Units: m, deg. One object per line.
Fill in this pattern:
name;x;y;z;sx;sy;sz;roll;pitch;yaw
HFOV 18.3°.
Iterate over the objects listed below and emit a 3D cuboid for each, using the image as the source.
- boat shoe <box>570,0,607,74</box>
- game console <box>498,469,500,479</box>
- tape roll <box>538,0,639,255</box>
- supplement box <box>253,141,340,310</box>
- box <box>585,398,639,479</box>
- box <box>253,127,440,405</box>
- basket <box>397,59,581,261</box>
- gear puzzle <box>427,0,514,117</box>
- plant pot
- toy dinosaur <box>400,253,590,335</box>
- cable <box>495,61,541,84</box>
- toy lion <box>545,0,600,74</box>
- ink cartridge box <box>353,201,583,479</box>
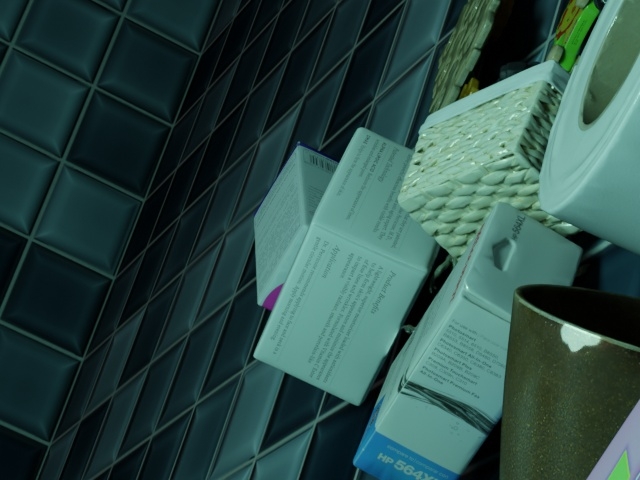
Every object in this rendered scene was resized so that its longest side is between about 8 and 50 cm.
boat shoe;0.262;-0.188;1.688;0.229;0.076;0.080;-62;15;7
game console;0.139;0.247;1.437;0.213;0.044;0.361;-50;19;41
tape roll;0.264;-0.128;1.450;0.286;0.100;0.286;-157;90;-85
supplement box;0.000;0.000;2.193;0.114;0.111;0.220;-58;15;21
box;0.238;0.159;0.862;0.214;0.243;0.117;-60;16;17
box;0.038;0.024;1.897;0.182;0.119;0.181;-64;-1;-54
basket;0.159;-0.059;1.669;0.167;0.113;0.103;-24;31;48
gear puzzle;0.161;-0.181;2.023;0.339;0.044;0.175;-75;9;-61
plant pot;0.190;0.164;1.152;0.215;0.215;0.230;-136;58;-74
toy dinosaur;0.140;0.050;1.741;0.118;0.064;0.268;-58;18;-5
cable;0.174;-0.098;1.886;0.184;0.047;0.151;-72;-3;-78
toy lion;0.241;-0.204;1.882;0.100;0.034;0.096;-63;8;3
ink cartridge box;0.119;0.092;1.602;0.203;0.086;0.148;-59;2;36
